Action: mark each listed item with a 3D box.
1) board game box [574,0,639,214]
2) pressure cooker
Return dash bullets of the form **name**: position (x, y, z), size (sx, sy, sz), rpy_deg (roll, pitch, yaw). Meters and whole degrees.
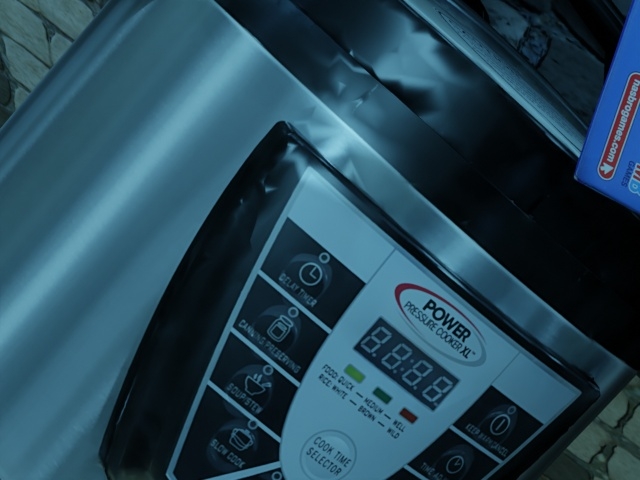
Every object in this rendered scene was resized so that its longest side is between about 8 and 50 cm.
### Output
- **board game box**: position (0.243, -0.119, 0.467), size (0.233, 0.078, 0.347), rpy_deg (34, 130, 27)
- **pressure cooker**: position (-0.003, -0.003, 0.826), size (0.375, 0.420, 0.370), rpy_deg (45, -173, 22)
